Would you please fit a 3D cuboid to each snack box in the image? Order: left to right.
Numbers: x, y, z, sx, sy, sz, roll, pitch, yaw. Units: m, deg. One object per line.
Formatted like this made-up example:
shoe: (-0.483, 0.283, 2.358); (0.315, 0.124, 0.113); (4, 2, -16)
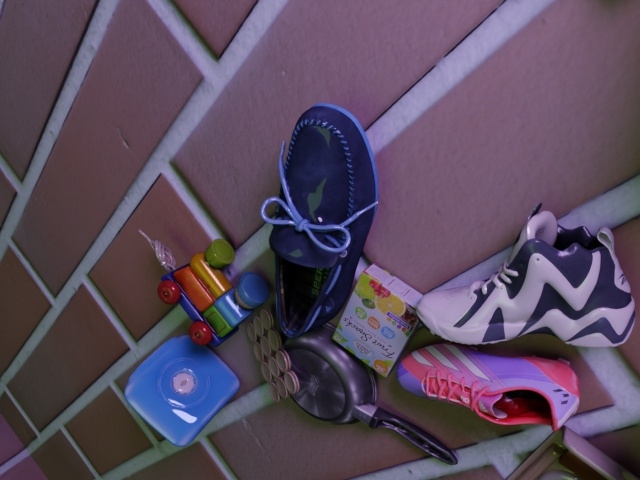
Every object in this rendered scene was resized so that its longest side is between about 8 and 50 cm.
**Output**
snack box: (0.084, 0.115, 0.802); (0.100, 0.037, 0.141); (35, 130, 19)

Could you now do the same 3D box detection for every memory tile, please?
memory tile: (-0.081, 0.192, 0.939); (0.113, 0.012, 0.147); (-48, 61, 53)

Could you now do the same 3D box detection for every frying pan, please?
frying pan: (0.042, 0.269, 0.911); (0.326, 0.053, 0.197); (49, 133, 10)

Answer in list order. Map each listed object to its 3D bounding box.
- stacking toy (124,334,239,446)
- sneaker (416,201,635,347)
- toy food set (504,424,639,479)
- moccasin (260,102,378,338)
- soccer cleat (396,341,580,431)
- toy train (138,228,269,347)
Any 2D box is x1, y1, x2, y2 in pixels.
stacking toy: (-0.296, 0.331, 1.146); (0.166, 0.175, 0.301); (41, 145, 6)
sneaker: (0.213, 0.033, 0.627); (0.235, 0.094, 0.152); (1, 112, 36)
toy food set: (0.332, 0.400, 0.727); (0.220, 0.092, 0.306); (35, 129, 17)
moccasin: (0.000, 0.000, 0.728); (0.138, 0.117, 0.341); (19, 131, 25)
soccer cleat: (0.196, 0.186, 0.716); (0.248, 0.095, 0.082); (-4, 110, 38)
toy train: (-0.201, 0.043, 0.943); (0.143, 0.105, 0.248); (-40, 86, 32)
